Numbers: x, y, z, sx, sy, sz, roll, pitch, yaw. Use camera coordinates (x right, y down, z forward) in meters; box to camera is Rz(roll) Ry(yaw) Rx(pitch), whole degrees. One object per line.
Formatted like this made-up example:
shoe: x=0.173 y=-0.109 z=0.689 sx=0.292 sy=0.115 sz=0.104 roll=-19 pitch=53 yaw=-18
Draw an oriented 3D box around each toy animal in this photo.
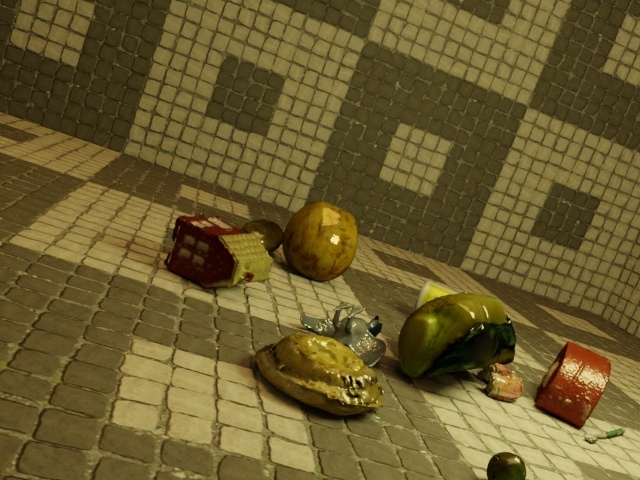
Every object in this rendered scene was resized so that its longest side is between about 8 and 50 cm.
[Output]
toy animal: x=0.077 y=0.240 z=1.655 sx=0.255 sy=0.176 sz=0.239 roll=-32 pitch=39 yaw=-33

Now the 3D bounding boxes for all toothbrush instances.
toothbrush: x=0.751 y=0.509 z=1.728 sx=0.257 sy=0.018 sz=0.024 roll=10 pitch=17 yaw=-47

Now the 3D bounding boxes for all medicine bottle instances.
medicine bottle: x=0.450 y=0.244 z=2.210 sx=0.258 sy=0.143 sz=0.143 roll=23 pitch=10 yaw=15

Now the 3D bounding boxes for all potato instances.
potato: x=-0.210 y=-0.015 z=2.361 sx=0.149 sy=0.113 sz=0.251 roll=26 pitch=9 yaw=12

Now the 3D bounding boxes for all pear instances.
pear: x=0.000 y=0.000 z=2.280 sx=0.281 sy=0.280 sz=0.281 roll=20 pitch=9 yaw=-3

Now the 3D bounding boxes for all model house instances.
model house: x=-0.257 y=0.048 z=1.778 sx=0.254 sy=0.160 sz=0.196 roll=27 pitch=11 yaw=23

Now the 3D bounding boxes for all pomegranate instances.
pomegranate: x=0.346 y=0.422 z=1.197 sx=0.085 sy=0.073 sz=0.073 roll=19 pitch=10 yaw=-10

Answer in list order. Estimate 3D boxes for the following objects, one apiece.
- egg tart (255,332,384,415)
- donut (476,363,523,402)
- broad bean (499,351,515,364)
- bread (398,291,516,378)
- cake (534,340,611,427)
egg tart: x=0.006 y=0.259 z=1.333 sx=0.279 sy=0.095 sz=0.279 roll=19 pitch=9 yaw=-3
donut: x=0.491 y=0.380 z=1.768 sx=0.117 sy=0.065 sz=0.166 roll=20 pitch=11 yaw=-1
broad bean: x=0.519 y=0.317 z=2.014 sx=0.156 sy=0.122 sz=0.229 roll=25 pitch=14 yaw=39
bread: x=0.352 y=0.242 z=1.700 sx=0.251 sy=0.208 sz=0.377 roll=-22 pitch=-11 yaw=28
cake: x=0.696 y=0.388 z=1.820 sx=0.151 sy=0.177 sz=0.283 roll=24 pitch=11 yaw=21
